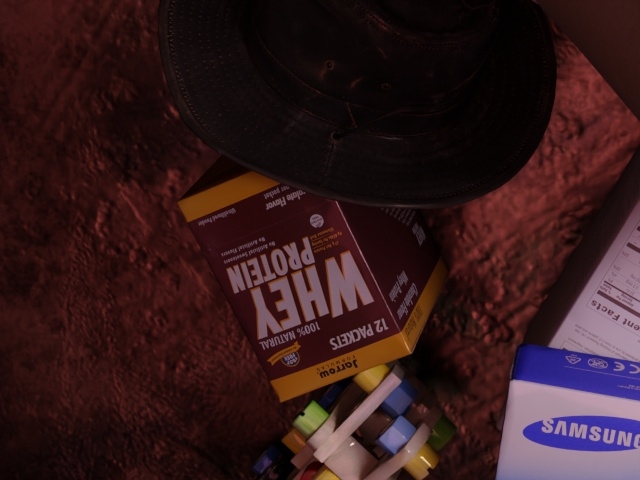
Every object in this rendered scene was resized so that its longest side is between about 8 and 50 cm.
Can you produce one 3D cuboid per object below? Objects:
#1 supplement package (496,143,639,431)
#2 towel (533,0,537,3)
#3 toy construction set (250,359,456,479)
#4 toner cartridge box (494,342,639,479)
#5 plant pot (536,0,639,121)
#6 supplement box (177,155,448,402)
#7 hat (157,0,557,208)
[{"bbox_3d":[0.303,0.061,1.507,0.198,0.199,0.262,29,114,2],"label":"supplement package"},{"bbox_3d":[0.279,-0.294,1.374,0.317,0.053,0.332,26,125,-35],"label":"towel"},{"bbox_3d":[-0.015,0.215,1.637,0.328,0.215,0.151,-31,98,22],"label":"toy construction set"},{"bbox_3d":[0.309,0.193,1.406,0.348,0.075,0.165,9,112,8],"label":"toner cartridge box"},{"bbox_3d":[0.298,-0.177,1.201,0.334,0.305,0.333,-14,126,-20],"label":"plant pot"},{"bbox_3d":[0.000,0.000,1.571,0.129,0.191,0.194,-22,103,20],"label":"supplement box"},{"bbox_3d":[0.038,-0.181,1.437,0.331,0.331,0.134,25,151,5],"label":"hat"}]
